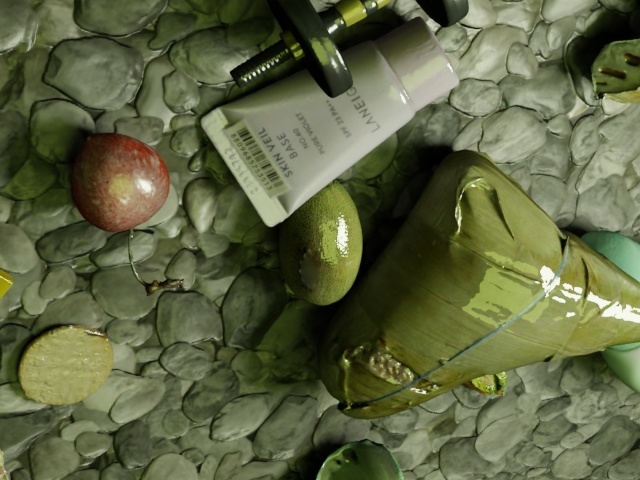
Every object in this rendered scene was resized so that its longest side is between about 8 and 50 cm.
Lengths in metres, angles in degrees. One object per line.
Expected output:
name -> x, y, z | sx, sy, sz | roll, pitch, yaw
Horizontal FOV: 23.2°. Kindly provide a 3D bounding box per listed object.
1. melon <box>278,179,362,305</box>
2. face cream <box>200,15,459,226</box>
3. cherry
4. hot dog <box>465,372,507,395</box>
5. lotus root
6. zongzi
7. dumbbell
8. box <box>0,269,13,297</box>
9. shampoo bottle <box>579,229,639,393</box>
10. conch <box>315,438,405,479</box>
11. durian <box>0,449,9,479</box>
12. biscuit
melon -> 0.000, 0.000, 1.835 | 0.099, 0.099, 0.162 | -11, 122, -21
face cream -> 0.017, -0.145, 1.749 | 0.274, 0.096, 0.154 | -32, 113, 4
cherry -> -0.200, -0.033, 1.712 | 0.107, 0.090, 0.225 | -38, 134, -8
hot dog -> 0.213, 0.176, 2.109 | 0.056, 0.041, 0.133 | -44, 131, 7
lotus root -> 0.407, -0.212, 1.897 | 0.143, 0.070, 0.144 | -11, 175, 20
zongzi -> 0.217, 0.126, 1.933 | 0.393, 0.174, 0.356 | 33, 109, -16
dumbbell -> 0.047, -0.253, 1.648 | 0.325, 0.143, 0.143 | -32, 131, -4
box -> -0.420, 0.081, 1.722 | 0.155, 0.023, 0.087 | -48, 133, 11
shampoo bottle -> 0.448, 0.095, 2.104 | 0.350, 0.151, 0.222 | 25, 109, -37
conch -> 0.033, 0.365, 2.100 | 0.188, 0.122, 0.175 | -32, 111, -7
durian -> -0.411, 0.312, 1.850 | 0.140, 0.078, 0.224 | -48, 137, -53
biscuit -> -0.299, 0.147, 1.836 | 0.120, 0.015, 0.120 | -14, 128, -19
